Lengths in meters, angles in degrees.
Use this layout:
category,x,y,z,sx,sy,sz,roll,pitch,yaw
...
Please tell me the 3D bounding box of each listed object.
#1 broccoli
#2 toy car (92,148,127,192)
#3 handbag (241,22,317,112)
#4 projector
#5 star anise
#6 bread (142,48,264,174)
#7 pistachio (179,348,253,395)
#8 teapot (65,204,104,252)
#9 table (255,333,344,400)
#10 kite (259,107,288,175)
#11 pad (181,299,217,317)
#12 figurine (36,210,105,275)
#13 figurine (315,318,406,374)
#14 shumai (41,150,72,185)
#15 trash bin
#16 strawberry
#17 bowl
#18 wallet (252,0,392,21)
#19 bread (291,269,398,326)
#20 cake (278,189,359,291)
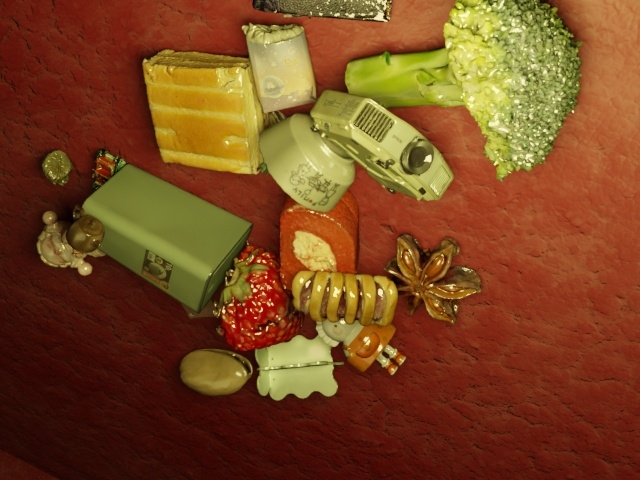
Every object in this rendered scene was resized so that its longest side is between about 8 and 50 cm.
category,x,y,z,sx,sy,sz,roll,pitch,yaw
broccoli,0.230,-0.294,1.178,0.397,0.275,0.353,34,130,17
toy car,-0.528,-0.157,1.741,0.073,0.054,0.143,28,133,3
handbag,-0.076,-0.336,1.342,0.117,0.095,0.173,-13,124,-1
projector,0.120,-0.165,1.291,0.270,0.088,0.194,34,176,-37
star anise,0.244,0.072,1.537,0.214,0.099,0.220,10,127,0
bread,-0.232,-0.267,1.461,0.246,0.111,0.239,12,129,21
pistachio,-0.303,0.380,2.033,0.226,0.135,0.135,-1,126,19
teapot,-0.515,-0.026,1.554,0.068,0.076,0.121,-44,67,33
table,-0.050,0.331,1.854,0.198,0.166,0.166,-10,122,22
kite,-0.158,-0.239,1.525,0.250,0.012,0.229,-4,121,29
pad,-0.357,0.138,1.936,0.113,0.006,0.187,-7,122,31
figurine,-0.667,-0.006,1.888,0.257,0.144,0.182,-11,141,30
figurine,0.086,0.221,1.718,0.271,0.143,0.143,38,137,21
shumai,-0.675,-0.179,1.788,0.080,0.082,0.083,-17,77,45
trash bin,-0.369,-0.011,1.673,0.344,0.223,0.158,27,133,5
strawberry,-0.118,0.167,1.669,0.150,0.253,0.280,-1,128,31
bowl,-0.009,-0.169,1.390,0.211,0.211,0.112,45,121,-13
wallet,0.003,-0.496,1.209,0.262,0.071,0.220,11,126,13
bread,0.051,0.130,1.512,0.225,0.081,0.134,3,137,1
cake,0.000,0.000,1.558,0.177,0.150,0.282,6,129,4
